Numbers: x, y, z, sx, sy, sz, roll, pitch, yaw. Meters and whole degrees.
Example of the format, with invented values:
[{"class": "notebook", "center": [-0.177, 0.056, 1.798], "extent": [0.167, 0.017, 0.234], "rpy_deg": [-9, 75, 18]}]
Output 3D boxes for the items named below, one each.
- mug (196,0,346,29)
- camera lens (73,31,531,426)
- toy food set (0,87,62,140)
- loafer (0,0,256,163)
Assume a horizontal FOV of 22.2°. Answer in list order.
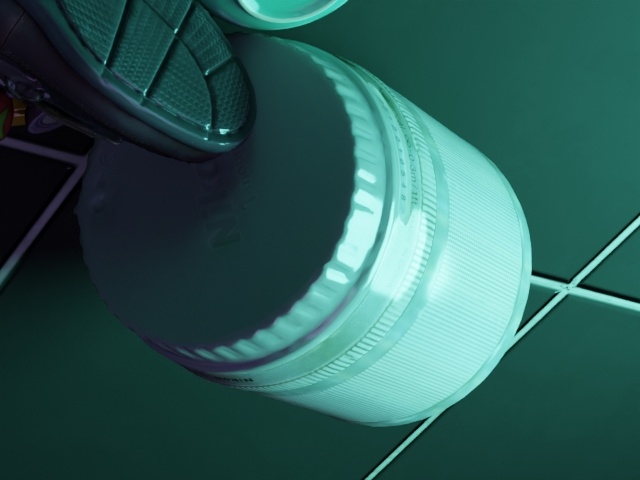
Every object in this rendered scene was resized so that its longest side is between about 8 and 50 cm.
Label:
[{"class": "mug", "center": [-0.040, -0.187, 0.960], "extent": [0.157, 0.097, 0.129], "rpy_deg": [-4, 140, -21]}, {"class": "camera lens", "center": [0.000, 0.000, 1.081], "extent": [0.219, 0.219, 0.274], "rpy_deg": [-34, 153, 17]}, {"class": "toy food set", "center": [-0.208, -0.095, 1.018], "extent": [0.217, 0.071, 0.128], "rpy_deg": [-9, 141, -15]}, {"class": "loafer", "center": [-0.173, -0.138, 0.918], "extent": [0.302, 0.109, 0.095], "rpy_deg": [36, 135, -20]}]
